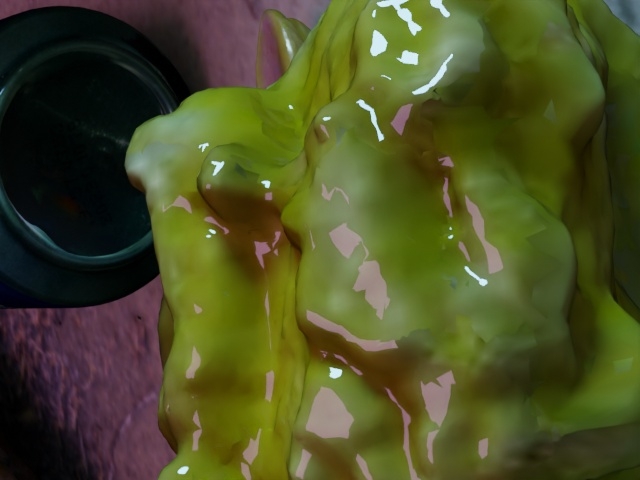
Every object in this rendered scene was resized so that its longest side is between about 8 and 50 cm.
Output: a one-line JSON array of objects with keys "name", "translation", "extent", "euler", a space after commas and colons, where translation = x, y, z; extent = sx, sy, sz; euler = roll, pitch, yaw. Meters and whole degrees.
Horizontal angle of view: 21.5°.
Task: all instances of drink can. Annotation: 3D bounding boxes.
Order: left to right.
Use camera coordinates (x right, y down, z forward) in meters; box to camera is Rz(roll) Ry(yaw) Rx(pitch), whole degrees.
[{"name": "drink can", "translation": [-0.142, -0.028, 0.704], "extent": [0.205, 0.118, 0.118], "euler": [-2, 102, 55]}]

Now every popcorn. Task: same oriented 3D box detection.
[{"name": "popcorn", "translation": [0.026, 0.017, 0.435], "extent": [0.155, 0.197, 0.198], "euler": [-1, 105, 24]}]

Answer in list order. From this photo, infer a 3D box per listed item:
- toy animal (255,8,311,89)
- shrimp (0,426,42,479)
[{"name": "toy animal", "translation": [-0.002, 0.001, 0.572], "extent": [0.083, 0.070, 0.159], "euler": [80, 172, -81]}, {"name": "shrimp", "translation": [-0.195, 0.182, 0.815], "extent": [0.372, 0.172, 0.137], "euler": [64, 180, 38]}]
